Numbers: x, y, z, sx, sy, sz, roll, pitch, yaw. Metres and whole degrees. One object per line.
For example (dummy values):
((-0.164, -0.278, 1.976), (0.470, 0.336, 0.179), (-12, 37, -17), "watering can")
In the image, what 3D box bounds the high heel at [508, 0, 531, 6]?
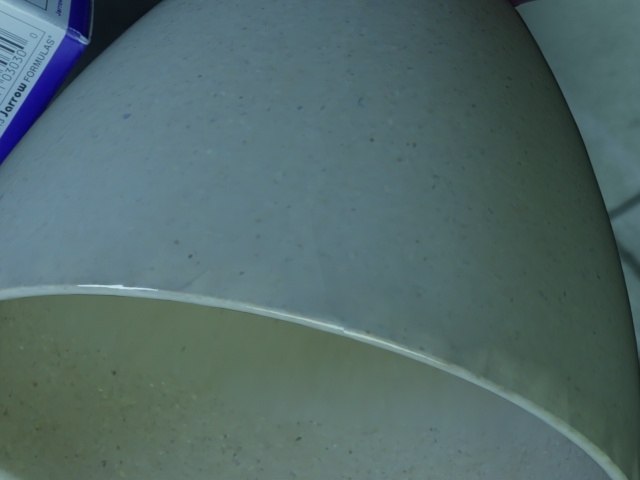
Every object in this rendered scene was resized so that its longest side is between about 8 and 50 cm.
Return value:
((0.063, -0.215, 0.788), (0.117, 0.082, 0.244), (4, 131, 33), "high heel")

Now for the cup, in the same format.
((0.000, 0.000, 0.811), (0.331, 0.237, 0.331), (11, 153, 6), "cup")

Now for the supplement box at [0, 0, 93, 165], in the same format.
((-0.225, -0.129, 0.800), (0.220, 0.114, 0.111), (24, 126, -24), "supplement box")
